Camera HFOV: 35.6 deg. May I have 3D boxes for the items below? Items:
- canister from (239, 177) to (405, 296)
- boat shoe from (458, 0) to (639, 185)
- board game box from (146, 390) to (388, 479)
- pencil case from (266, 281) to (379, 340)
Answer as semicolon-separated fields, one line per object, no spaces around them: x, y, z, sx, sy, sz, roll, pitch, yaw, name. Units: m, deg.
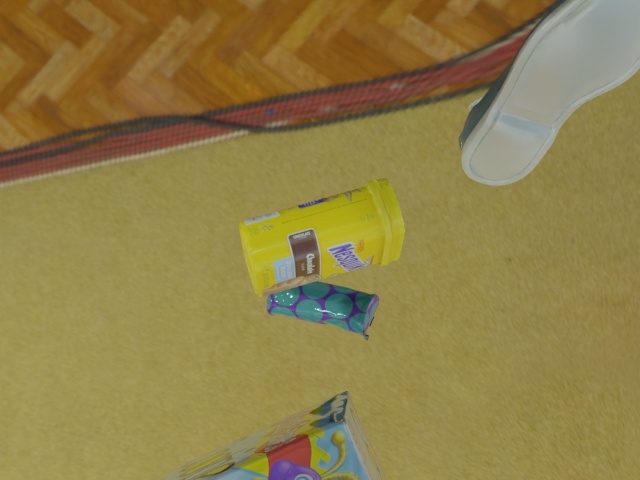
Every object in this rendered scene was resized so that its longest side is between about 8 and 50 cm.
0.000;0.000;1.116;0.170;0.126;0.073;-16;69;-7;canister
0.246;-0.190;1.055;0.116;0.319;0.099;19;48;-15;boat shoe
-0.081;0.208;0.545;0.275;0.142;0.144;-25;86;1;board game box
0.003;0.092;1.408;0.152;0.070;0.064;13;55;10;pencil case
